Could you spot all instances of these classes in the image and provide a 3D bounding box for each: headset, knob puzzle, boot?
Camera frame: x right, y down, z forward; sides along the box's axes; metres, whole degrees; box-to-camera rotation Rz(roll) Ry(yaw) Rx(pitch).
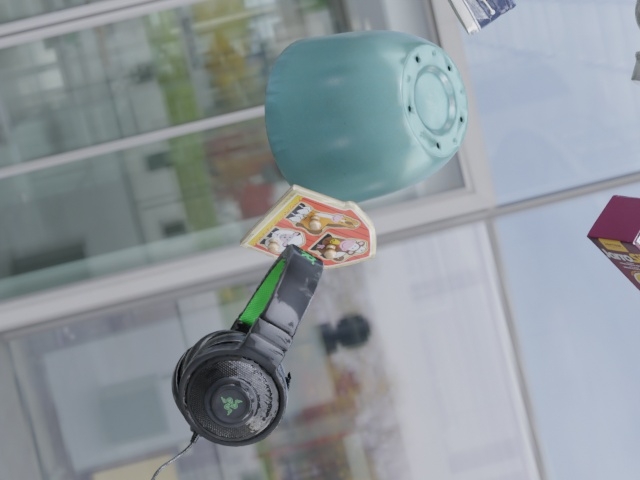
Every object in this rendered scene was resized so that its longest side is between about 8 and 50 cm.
[{"bbox_3d":[-0.092,0.198,1.658,0.185,0.394,0.243,32,-7,-6],"label":"headset"},{"bbox_3d":[0.000,0.000,2.028,0.213,0.213,0.030,80,8,-54],"label":"knob puzzle"},{"bbox_3d":[0.211,-0.406,1.975,0.190,0.086,0.069,58,5,-12],"label":"boot"}]

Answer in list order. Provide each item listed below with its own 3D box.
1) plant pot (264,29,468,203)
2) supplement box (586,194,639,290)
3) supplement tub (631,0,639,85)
[{"bbox_3d":[0.094,-0.208,2.147,0.293,0.235,0.293,12,75,-48],"label":"plant pot"},{"bbox_3d":[0.249,0.008,0.991,0.083,0.043,0.055,42,-14,-25],"label":"supplement box"},{"bbox_3d":[0.459,-0.294,1.358,0.235,0.236,0.324,-121,-134,-80],"label":"supplement tub"}]
